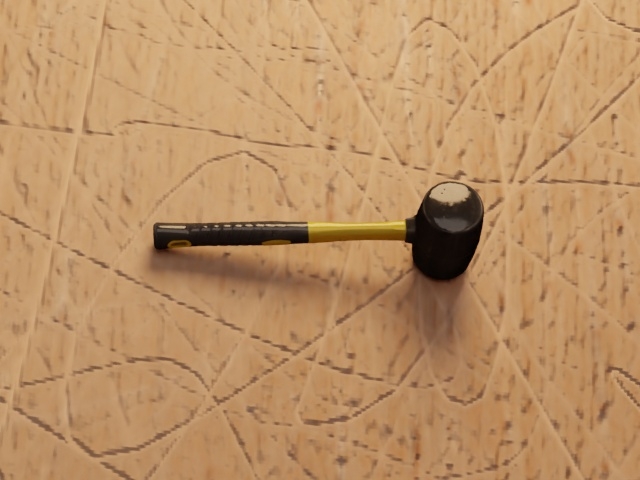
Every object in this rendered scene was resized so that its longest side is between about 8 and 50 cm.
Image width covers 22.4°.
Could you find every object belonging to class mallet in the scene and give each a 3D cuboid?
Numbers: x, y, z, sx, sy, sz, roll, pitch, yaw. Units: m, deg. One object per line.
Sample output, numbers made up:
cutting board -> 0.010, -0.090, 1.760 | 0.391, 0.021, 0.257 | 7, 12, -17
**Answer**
mallet -> 0.000, 0.000, 0.937 | 0.189, 0.062, 0.039 | -4, 61, 3
